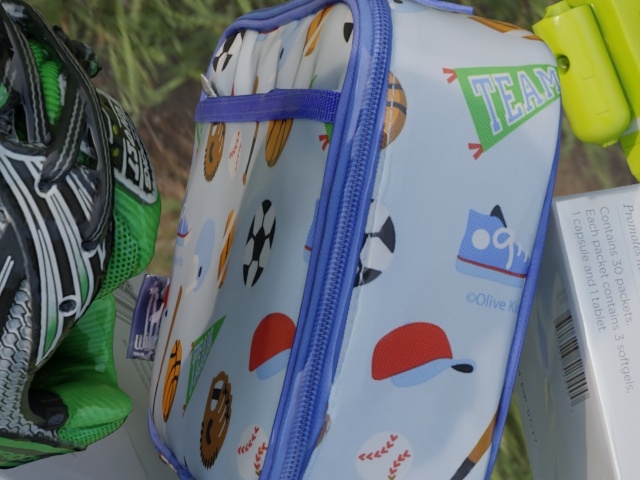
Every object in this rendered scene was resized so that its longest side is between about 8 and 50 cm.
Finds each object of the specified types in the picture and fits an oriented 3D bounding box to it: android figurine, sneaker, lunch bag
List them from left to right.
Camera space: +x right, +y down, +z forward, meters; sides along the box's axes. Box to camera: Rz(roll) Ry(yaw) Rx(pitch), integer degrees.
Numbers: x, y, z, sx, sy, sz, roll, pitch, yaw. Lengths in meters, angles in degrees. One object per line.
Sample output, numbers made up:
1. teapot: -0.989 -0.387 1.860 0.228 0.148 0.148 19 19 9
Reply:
1. sneaker: -0.120 -0.048 0.482 0.146 0.134 0.343 -6 146 -5
2. lunch bag: 0.000 0.000 0.815 0.115 0.303 0.243 9 91 -16
3. android figurine: 0.256 -0.136 1.284 0.248 0.056 0.273 -26 96 -39

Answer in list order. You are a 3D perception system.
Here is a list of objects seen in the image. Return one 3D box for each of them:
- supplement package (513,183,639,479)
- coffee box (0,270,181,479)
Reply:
1. supplement package: 0.218 0.039 0.825 0.244 0.139 0.134 -10 169 -10
2. coffee box: -0.267 0.136 0.958 0.334 0.338 0.338 -39 140 10
